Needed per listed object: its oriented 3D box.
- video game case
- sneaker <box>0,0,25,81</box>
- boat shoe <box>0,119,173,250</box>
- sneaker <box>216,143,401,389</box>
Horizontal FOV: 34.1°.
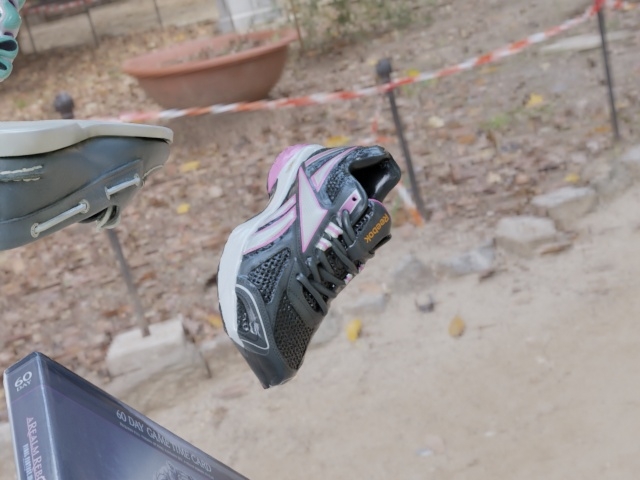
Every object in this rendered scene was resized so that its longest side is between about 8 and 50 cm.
[{"bbox_3d":[-0.044,0.194,0.435,0.026,0.196,0.274,-32,49,11],"label":"video game case"},{"bbox_3d":[-0.191,-0.104,0.566,0.069,0.038,0.098,-28,42,44],"label":"sneaker"},{"bbox_3d":[-0.216,-0.054,0.902,0.116,0.099,0.319,2,7,12],"label":"boat shoe"},{"bbox_3d":[0.000,0.000,0.595,0.077,0.072,0.178,-11,44,28],"label":"sneaker"}]
